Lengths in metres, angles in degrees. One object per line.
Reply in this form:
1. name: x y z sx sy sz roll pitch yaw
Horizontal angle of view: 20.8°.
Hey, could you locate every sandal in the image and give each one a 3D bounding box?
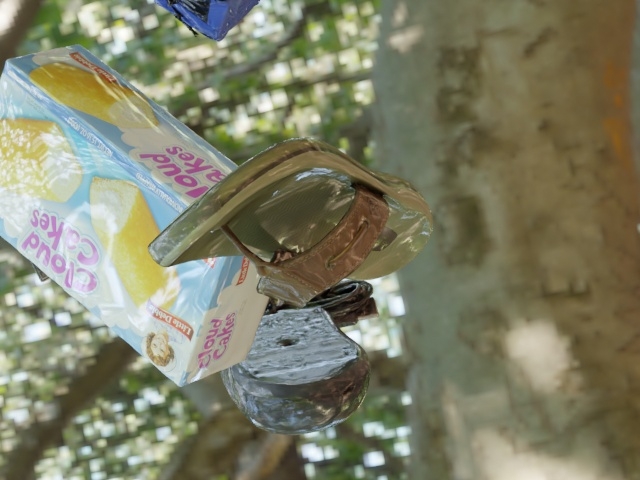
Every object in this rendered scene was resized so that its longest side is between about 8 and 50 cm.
1. sandal: 0.002 -0.001 1.233 0.303 0.120 0.086 7 -131 -55

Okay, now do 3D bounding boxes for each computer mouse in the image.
1. computer mouse: -0.021 0.114 1.577 0.272 0.188 0.072 -117 20 -71

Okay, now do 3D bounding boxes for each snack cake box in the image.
1. snack cake box: -0.156 -0.024 1.409 0.089 0.264 0.152 -21 -39 -50

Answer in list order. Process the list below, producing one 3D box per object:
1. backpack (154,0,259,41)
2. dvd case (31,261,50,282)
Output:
1. backpack: -0.103 -0.225 1.401 0.120 0.101 0.098 37 -123 7
2. dvd case: -0.311 -0.040 1.865 0.221 0.018 0.164 -81 -34 -87
